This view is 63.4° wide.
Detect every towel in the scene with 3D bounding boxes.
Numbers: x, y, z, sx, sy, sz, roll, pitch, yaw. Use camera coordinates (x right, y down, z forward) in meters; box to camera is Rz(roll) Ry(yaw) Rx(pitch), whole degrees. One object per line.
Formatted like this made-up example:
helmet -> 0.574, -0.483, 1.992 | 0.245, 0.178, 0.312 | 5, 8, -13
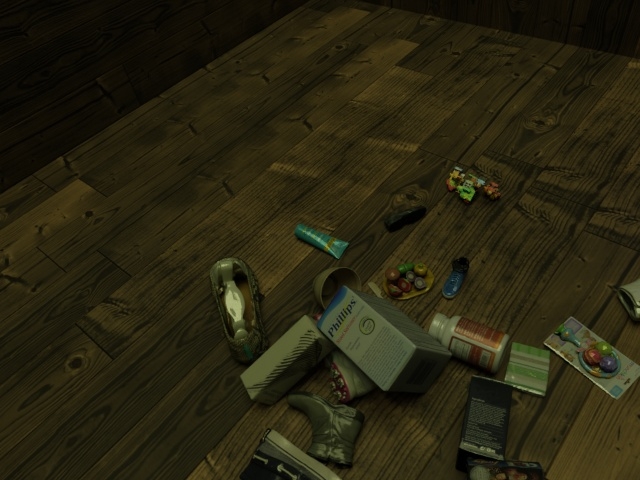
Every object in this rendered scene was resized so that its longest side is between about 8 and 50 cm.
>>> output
towel -> 0.602, 0.374, 1.504 | 0.113, 0.023, 0.152 | 14, 49, 19

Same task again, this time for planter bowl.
planter bowl -> 0.040, 0.161, 1.726 | 0.162, 0.162, 0.109 | -38, 24, -23

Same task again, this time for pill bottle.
pill bottle -> 0.436, 0.296, 1.535 | 0.216, 0.121, 0.121 | 21, 54, 26

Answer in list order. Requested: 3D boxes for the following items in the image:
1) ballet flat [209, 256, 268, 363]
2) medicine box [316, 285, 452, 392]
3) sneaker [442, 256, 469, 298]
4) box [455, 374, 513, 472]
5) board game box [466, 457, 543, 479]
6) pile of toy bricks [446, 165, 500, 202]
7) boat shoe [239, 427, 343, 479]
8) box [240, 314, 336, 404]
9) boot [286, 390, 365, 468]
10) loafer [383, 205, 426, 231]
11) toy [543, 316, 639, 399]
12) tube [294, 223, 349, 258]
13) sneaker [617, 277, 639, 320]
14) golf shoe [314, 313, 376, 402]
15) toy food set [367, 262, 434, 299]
ballet flat -> -0.285, 0.179, 1.734 | 0.164, 0.182, 0.483 | -19, 47, -6
medicine box -> 0.183, 0.283, 1.477 | 0.289, 0.263, 0.149 | 38, 99, 37
sneaker -> 0.451, 0.117, 1.723 | 0.058, 0.084, 0.152 | 24, 56, 29
box -> 0.424, 0.483, 1.341 | 0.108, 0.153, 0.207 | 10, 51, 19
board game box -> 0.422, 0.631, 1.182 | 0.165, 0.042, 0.243 | -1, 86, 9
pile of toy bricks -> 0.576, -0.195, 1.992 | 0.212, 0.118, 0.105 | 30, 91, 22
boat shoe -> -0.052, 0.637, 1.321 | 0.340, 0.127, 0.158 | 21, 60, 36
box -> -0.094, 0.351, 1.514 | 0.275, 0.113, 0.094 | -45, 50, 8
boot -> -0.008, 0.523, 1.438 | 0.246, 0.083, 0.161 | 12, 56, 22
loafer -> 0.320, -0.096, 1.964 | 0.170, 0.062, 0.061 | -22, 43, -11
toy -> 0.788, 0.322, 1.490 | 0.137, 0.056, 0.237 | -35, 51, -19
tube -> 0.000, 0.000, 1.946 | 0.207, 0.052, 0.080 | 25, 65, 21
sneaker -> 1.015, 0.221, 1.518 | 0.169, 0.108, 0.292 | -19, 37, -6
golf shoe -> 0.069, 0.348, 1.580 | 0.140, 0.115, 0.306 | -8, 45, -20
toy food set -> 0.280, 0.130, 1.751 | 0.218, 0.071, 0.128 | -20, 47, -8
